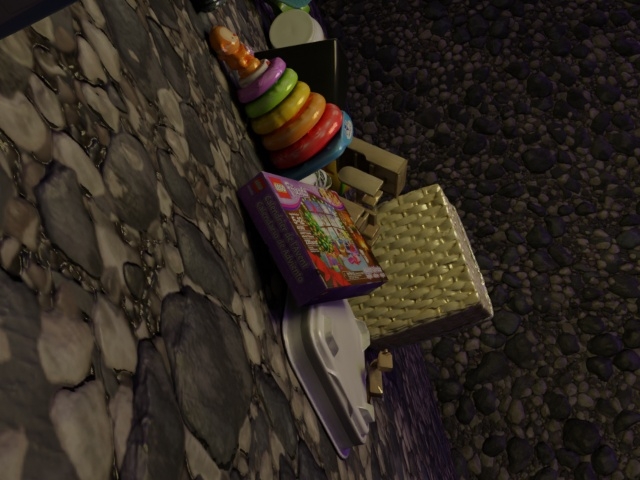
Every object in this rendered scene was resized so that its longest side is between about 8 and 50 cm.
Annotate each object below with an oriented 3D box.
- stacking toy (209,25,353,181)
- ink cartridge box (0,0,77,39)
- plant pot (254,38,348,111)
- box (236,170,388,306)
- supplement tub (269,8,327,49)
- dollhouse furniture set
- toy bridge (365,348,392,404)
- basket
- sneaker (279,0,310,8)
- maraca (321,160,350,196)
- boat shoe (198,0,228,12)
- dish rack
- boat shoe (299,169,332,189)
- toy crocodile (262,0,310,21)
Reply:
[{"bbox_3d":[-0.088,-0.260,1.047,0.302,0.166,0.175,49,27,-27],"label":"stacking toy"},{"bbox_3d":[-0.230,-0.367,0.464,0.395,0.151,0.270,-96,164,-53],"label":"ink cartridge box"},{"bbox_3d":[-0.031,-0.343,1.346,0.187,0.188,0.167,-14,98,-79],"label":"plant pot"},{"bbox_3d":[0.000,0.000,0.963,0.201,0.057,0.293,60,19,13],"label":"box"},{"bbox_3d":[-0.049,-0.519,1.590,0.199,0.144,0.144,36,37,-72],"label":"supplement tub"},{"bbox_3d":[0.060,-0.094,1.281,0.242,0.161,0.212,-55,160,-24],"label":"dollhouse furniture set"},{"bbox_3d":[0.101,0.262,1.094,0.063,0.026,0.188,-87,-173,-48],"label":"toy bridge"},{"bbox_3d":[0.220,0.078,1.448,0.266,0.331,0.328,35,37,-68],"label":"basket"},{"bbox_3d":[-0.168,-0.695,1.437,0.208,0.127,0.319,48,22,25],"label":"sneaker"},{"bbox_3d":[0.042,-0.179,1.620,0.186,0.099,0.127,121,-36,-71],"label":"maraca"},{"bbox_3d":[-0.192,-0.454,1.016,0.183,0.065,0.083,-80,152,-54],"label":"boat shoe"},{"bbox_3d":[0.026,0.172,1.023,0.333,0.072,0.285,-85,155,-62],"label":"dish rack"},{"bbox_3d":[-0.025,-0.133,1.251,0.226,0.076,0.083,-44,114,-78],"label":"boat shoe"},{"bbox_3d":[-0.083,-0.639,1.762,0.115,0.105,0.340,-66,167,1],"label":"toy crocodile"}]
